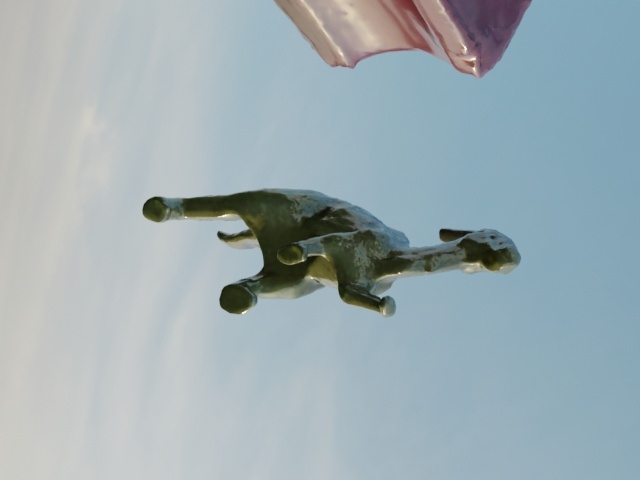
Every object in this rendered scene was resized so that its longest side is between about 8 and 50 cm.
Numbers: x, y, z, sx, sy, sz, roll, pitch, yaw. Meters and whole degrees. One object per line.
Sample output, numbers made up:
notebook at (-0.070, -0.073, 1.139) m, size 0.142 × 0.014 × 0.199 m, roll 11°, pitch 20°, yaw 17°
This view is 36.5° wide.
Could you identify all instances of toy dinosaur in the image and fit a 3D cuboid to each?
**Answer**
toy dinosaur at (0.001, 0.008, 0.731) m, size 0.294 × 0.162 × 0.077 m, roll 17°, pitch -71°, yaw 34°

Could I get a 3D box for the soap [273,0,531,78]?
soap at (0.008, -0.269, 0.434) m, size 0.128 × 0.359 × 0.233 m, roll 15°, pitch -109°, yaw 38°
